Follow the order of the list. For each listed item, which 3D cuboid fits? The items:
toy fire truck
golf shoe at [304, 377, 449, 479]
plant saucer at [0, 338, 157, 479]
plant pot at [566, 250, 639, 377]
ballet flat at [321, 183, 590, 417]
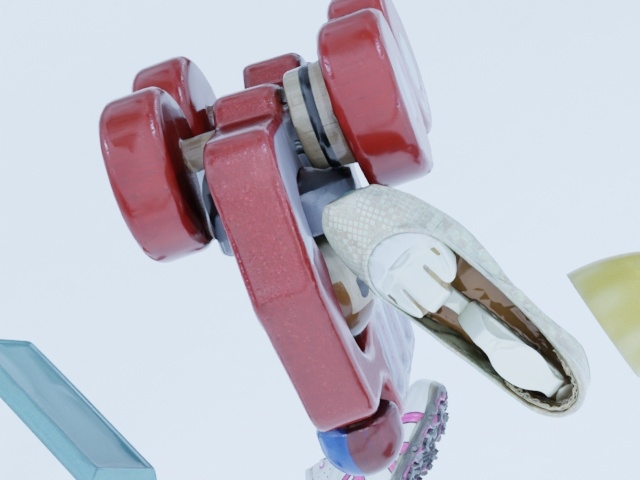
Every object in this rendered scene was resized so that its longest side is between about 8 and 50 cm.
[{"bbox_3d":[0.000,0.000,1.098,0.169,0.254,0.302,-20,12,8],"label":"toy fire truck"},{"bbox_3d":[0.031,0.176,1.387,0.086,0.067,0.186,25,69,19],"label":"golf shoe"},{"bbox_3d":[-0.189,0.122,1.331,0.192,0.067,0.018,39,112,41],"label":"plant saucer"},{"bbox_3d":[0.339,0.065,1.963,0.095,0.134,0.134,-35,34,6],"label":"plant pot"},{"bbox_3d":[0.073,0.030,0.942,0.057,0.168,0.052,-52,7,15],"label":"ballet flat"}]
